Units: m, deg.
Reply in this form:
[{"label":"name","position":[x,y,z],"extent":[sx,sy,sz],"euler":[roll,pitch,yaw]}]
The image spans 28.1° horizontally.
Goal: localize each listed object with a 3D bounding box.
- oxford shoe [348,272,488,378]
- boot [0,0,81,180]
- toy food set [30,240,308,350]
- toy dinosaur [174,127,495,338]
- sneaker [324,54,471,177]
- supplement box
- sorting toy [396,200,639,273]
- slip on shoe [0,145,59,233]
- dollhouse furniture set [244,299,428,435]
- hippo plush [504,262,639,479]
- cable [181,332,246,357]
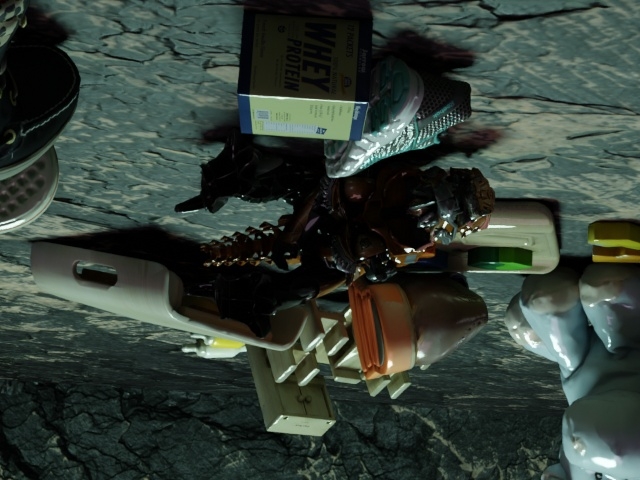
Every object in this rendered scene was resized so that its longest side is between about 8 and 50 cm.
[{"label":"oxford shoe","position":[0.111,0.096,1.518],"extent":[0.132,0.130,0.363],"euler":[-10,-177,-5]},{"label":"boot","position":[-0.200,-0.111,0.763],"extent":[0.178,0.085,0.236],"euler":[-46,172,37]},{"label":"toy food set","position":[-0.184,0.059,1.598],"extent":[0.219,0.092,0.306],"euler":[9,171,34]},{"label":"toy dinosaur","position":[0.000,0.000,1.135],"extent":[0.218,0.164,0.322],"euler":[-7,155,-42]},{"label":"sneaker","position":[0.054,-0.082,0.927],"extent":[0.076,0.065,0.166],"euler":[4,170,-21]},{"label":"supplement box","position":[-0.010,-0.106,0.839],"extent":[0.083,0.056,0.083],"euler":[4,167,-1]},{"label":"sorting toy","position":[0.187,0.007,1.323],"extent":[0.307,0.041,0.229],"euler":[1,167,12]},{"label":"slip on shoe","position":[-0.332,-0.070,0.949],"extent":[0.331,0.123,0.101],"euler":[7,178,21]},{"label":"dollhouse furniture set","position":[0.007,0.143,1.814],"extent":[0.212,0.161,0.242],"euler":[12,135,-35]},{"label":"hippo plush","position":[0.313,0.183,1.491],"extent":[0.234,0.236,0.294],"euler":[14,151,8]},{"label":"cable","position":[-0.077,0.161,2.005],"extent":[0.287,0.072,0.139],"euler":[6,164,-12]}]
